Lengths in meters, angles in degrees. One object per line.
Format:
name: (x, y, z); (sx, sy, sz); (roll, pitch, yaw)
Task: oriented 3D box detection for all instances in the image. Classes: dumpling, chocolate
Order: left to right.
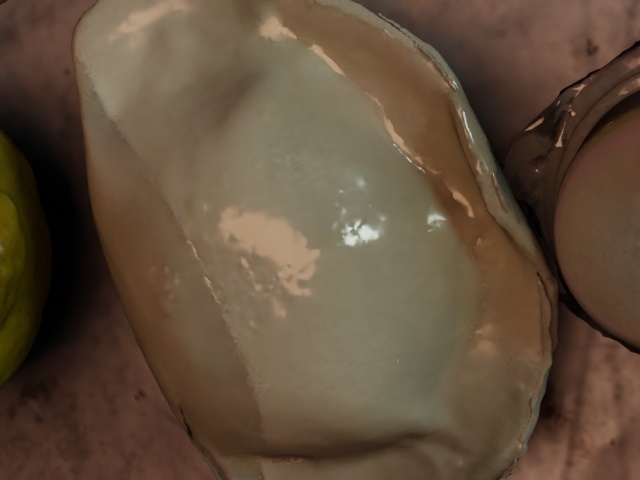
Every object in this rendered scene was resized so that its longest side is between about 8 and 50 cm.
dumpling: (-0.001, -0.004, 0.821); (0.260, 0.181, 0.341); (-18, 74, 30)
chocolate: (0.190, -0.016, 0.753); (0.221, 0.147, 0.221); (3, 96, 28)

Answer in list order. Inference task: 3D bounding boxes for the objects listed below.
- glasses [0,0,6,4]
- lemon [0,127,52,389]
glasses: (-0.230, -0.277, 0.938); (0.268, 0.118, 0.234); (-22, 84, 25)
lemon: (-0.329, 0.014, 0.933); (0.316, 0.285, 0.285); (-30, 81, 56)
